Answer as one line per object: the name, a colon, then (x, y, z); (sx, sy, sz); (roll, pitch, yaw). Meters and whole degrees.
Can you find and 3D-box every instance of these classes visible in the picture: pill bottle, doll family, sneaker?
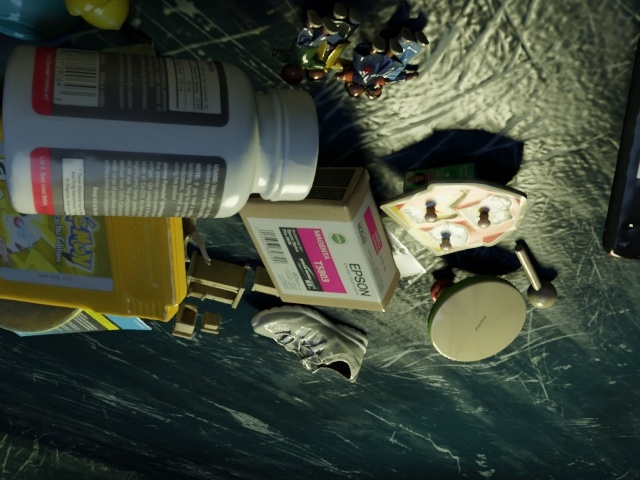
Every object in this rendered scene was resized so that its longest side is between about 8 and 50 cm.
pill bottle: (-0.171, -0.114, 0.752); (0.318, 0.176, 0.176); (1, 151, -18)
doll family: (0.036, -0.211, 0.799); (0.192, 0.076, 0.111); (15, 142, -19)
sneaker: (-0.019, 0.223, 1.455); (0.281, 0.115, 0.105); (21, 145, -21)

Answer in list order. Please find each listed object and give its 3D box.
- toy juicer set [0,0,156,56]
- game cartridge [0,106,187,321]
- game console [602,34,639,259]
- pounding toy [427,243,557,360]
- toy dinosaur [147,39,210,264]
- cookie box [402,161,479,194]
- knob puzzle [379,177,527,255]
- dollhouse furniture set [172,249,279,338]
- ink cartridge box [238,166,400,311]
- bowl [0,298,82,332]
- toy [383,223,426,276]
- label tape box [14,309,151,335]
toy juicer set: (-0.281, -0.262, 0.718); (0.209, 0.090, 0.329); (8, 175, 13)
game cartridge: (-0.347, -0.035, 0.934); (0.323, 0.053, 0.286); (6, 113, 15)
game console: (0.527, -0.125, 0.775); (0.341, 0.060, 0.387); (3, 130, 15)
pounding toy: (0.294, 0.104, 1.249); (0.236, 0.110, 0.183); (-38, 121, 11)
toy dinosaur: (-0.212, -0.129, 0.956); (0.160, 0.121, 0.314); (10, 116, -3)
cookie box: (0.188, -0.070, 1.022); (0.107, 0.040, 0.092); (-7, 145, 20)
knob puzzle: (0.215, -0.032, 1.010); (0.213, 0.030, 0.213); (5, 149, 3)
dollhouse furniture set: (-0.178, 0.130, 1.296); (0.181, 0.161, 0.101); (15, 147, -11)
ink cartridge box: (0.000, 0.000, 1.054); (0.193, 0.088, 0.235); (3, 136, 28)
bowl: (-0.444, -0.010, 1.098); (0.289, 0.290, 0.156); (-3, -171, 15)
toy: (0.050, 0.016, 1.166); (0.237, 0.056, 0.137); (-14, 136, 36)
label tape box: (-0.525, 0.089, 1.346); (0.333, 0.106, 0.241); (-5, 146, 18)
